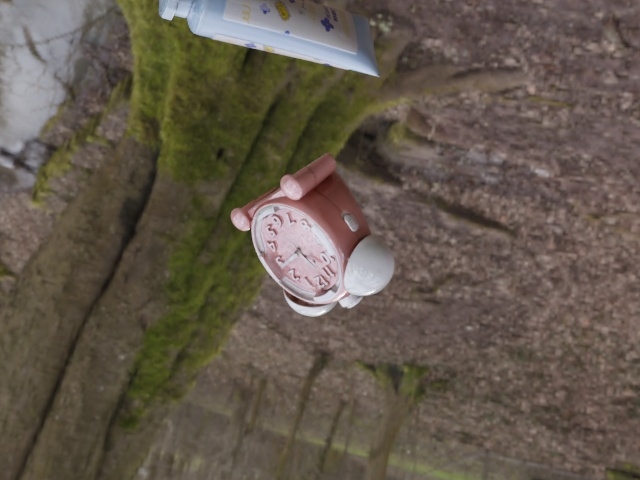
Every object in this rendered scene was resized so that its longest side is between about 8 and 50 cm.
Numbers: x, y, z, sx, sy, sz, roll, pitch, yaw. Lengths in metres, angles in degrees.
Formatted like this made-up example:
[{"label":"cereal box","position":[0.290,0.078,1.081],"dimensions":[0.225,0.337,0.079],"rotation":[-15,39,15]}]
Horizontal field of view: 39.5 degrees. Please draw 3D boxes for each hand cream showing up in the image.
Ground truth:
[{"label":"hand cream","position":[-0.034,-0.164,0.670],"dimensions":[0.171,0.065,0.043],"rotation":[7,146,-22]}]

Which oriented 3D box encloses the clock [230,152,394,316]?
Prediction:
[{"label":"clock","position":[0.000,0.000,0.991],"dimensions":[0.166,0.093,0.162],"rotation":[-27,96,51]}]
